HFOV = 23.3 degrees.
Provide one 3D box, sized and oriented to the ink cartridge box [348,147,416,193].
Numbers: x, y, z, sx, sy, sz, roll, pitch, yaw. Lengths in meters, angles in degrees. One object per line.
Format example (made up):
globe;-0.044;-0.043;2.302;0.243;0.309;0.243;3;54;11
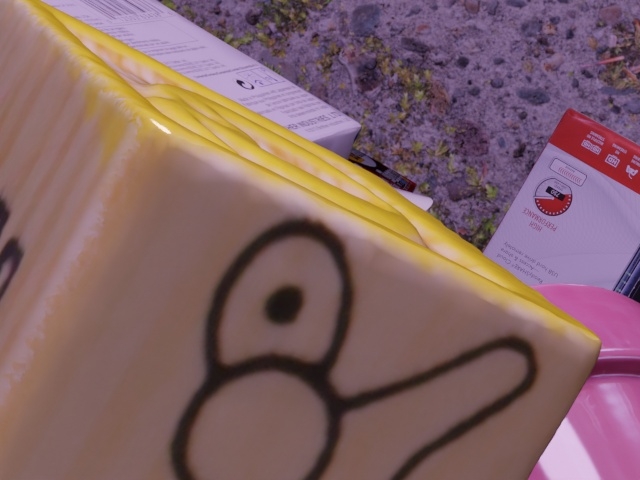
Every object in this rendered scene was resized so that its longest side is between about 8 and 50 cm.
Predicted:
ink cartridge box;-0.034;-0.071;1.874;0.271;0.130;0.309;29;7;2

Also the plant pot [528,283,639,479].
plant pot;0.110;0.149;0.669;0.201;0.201;0.180;25;24;-39

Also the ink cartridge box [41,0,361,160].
ink cartridge box;-0.203;-0.106;1.116;0.395;0.151;0.270;34;20;14

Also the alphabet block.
alphabet block;-0.057;0.053;0.544;0.192;0.197;0.193;26;7;-33

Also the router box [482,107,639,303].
router box;0.328;0.076;1.593;0.335;0.301;0.082;32;6;22

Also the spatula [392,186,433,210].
spatula;-0.039;-0.021;1.343;0.242;0.168;0.019;16;-45;43
